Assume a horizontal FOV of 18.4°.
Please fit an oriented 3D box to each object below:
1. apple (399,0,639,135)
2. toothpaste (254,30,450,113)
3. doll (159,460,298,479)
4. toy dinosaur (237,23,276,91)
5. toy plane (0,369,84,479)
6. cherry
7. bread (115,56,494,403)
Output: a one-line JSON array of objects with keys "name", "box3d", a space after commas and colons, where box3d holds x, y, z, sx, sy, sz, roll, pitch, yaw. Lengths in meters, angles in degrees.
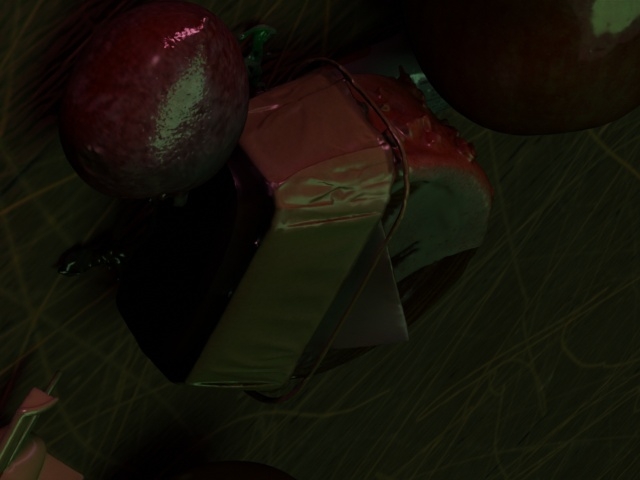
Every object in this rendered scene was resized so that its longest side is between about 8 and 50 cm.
[{"name": "apple", "box3d": [0.140, -0.157, 1.202, 0.188, 0.188, 0.174, -33, 143, -35]}, {"name": "toothpaste", "box3d": [0.050, -0.102, 1.290, 0.234, 0.057, 0.089, -27, 144, -29]}, {"name": "doll", "box3d": [-0.096, 0.255, 1.382, 0.236, 0.213, 0.213, 0, 139, -4]}, {"name": "toy dinosaur", "box3d": [-0.053, -0.094, 1.155, 0.083, 0.021, 0.062, -29, 147, -49]}, {"name": "toy plane", "box3d": [-0.218, 0.182, 1.130, 0.244, 0.092, 0.229, -53, 175, -47]}, {"name": "cherry", "box3d": [-0.104, -0.042, 1.075, 0.107, 0.090, 0.225, -36, 161, -47]}, {"name": "bread", "box3d": [0.000, 0.000, 1.201, 0.212, 0.142, 0.224, -7, 140, -40]}]
